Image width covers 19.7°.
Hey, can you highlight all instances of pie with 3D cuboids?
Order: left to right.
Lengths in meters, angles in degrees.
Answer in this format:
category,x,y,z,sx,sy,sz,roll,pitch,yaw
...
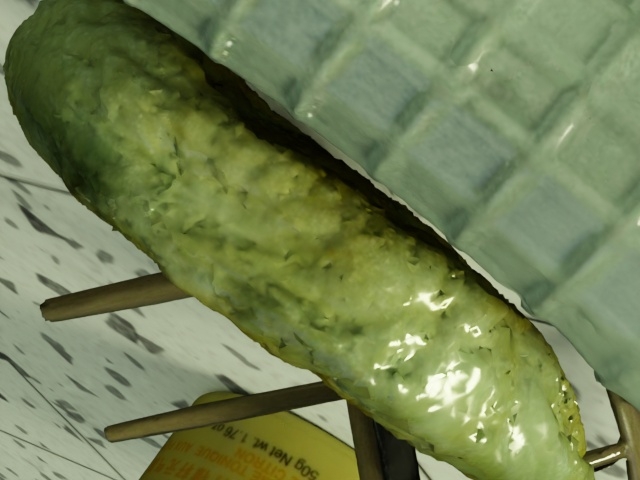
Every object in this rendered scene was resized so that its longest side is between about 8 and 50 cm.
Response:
category,x,y,z,sx,sy,sz,roll,pitch,yaw
pie,0.000,0.000,0.693,0.277,0.078,0.277,35,-177,-2

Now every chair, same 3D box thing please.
category,x,y,z,sx,sy,sz,roll,pitch,yaw
chair,0.023,0.100,0.883,0.272,0.166,0.188,-11,151,-1

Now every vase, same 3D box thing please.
category,x,y,z,sx,sy,sz,roll,pitch,yaw
vase,0.061,-0.042,0.539,0.299,0.143,0.143,39,159,-1

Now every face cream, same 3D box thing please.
category,x,y,z,sx,sy,sz,roll,pitch,yaw
face cream,-0.041,0.232,1.209,0.218,0.179,0.218,30,159,13
